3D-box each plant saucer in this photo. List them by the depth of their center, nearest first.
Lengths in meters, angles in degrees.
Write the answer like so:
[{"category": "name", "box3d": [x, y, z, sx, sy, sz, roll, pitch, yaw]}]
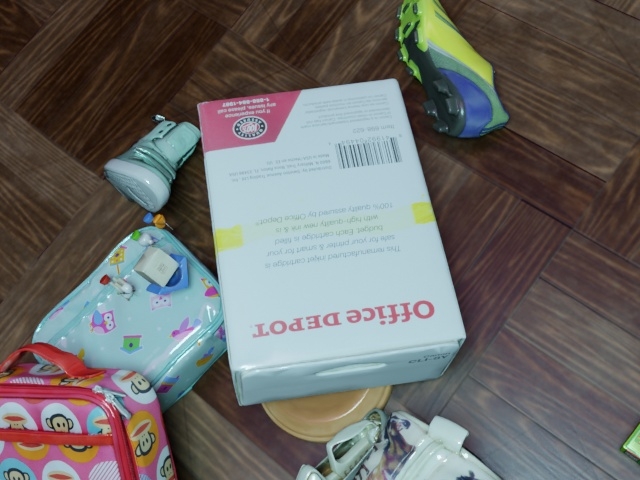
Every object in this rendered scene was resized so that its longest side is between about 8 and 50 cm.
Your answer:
[{"category": "plant saucer", "box3d": [0.002, 0.175, 1.078, 0.199, 0.037, 0.200, -5, 69, 12]}]

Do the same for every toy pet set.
[{"category": "toy pet set", "box3d": [-0.225, 0.032, 1.075, 0.114, 0.065, 0.122, 8, 60, 53]}]

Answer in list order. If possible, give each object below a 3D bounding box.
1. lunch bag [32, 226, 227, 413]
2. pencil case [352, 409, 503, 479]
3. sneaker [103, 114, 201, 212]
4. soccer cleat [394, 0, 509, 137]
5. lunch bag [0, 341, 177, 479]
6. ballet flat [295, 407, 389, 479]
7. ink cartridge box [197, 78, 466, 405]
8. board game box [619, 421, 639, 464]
[{"category": "lunch bag", "box3d": [-0.269, 0.129, 1.126, 0.279, 0.108, 0.224, -44, 66, -5]}, {"category": "pencil case", "box3d": [0.035, 0.380, 0.888, 0.160, 0.183, 0.410, 38, 82, 21]}, {"category": "sneaker", "box3d": [-0.239, -0.127, 1.164, 0.151, 0.094, 0.256, -46, 21, -11]}, {"category": "soccer cleat", "box3d": [0.196, -0.273, 1.186, 0.121, 0.093, 0.289, -4, 60, -20]}, {"category": "lunch bag", "box3d": [-0.333, 0.256, 0.997, 0.293, 0.120, 0.258, -4, 102, 24]}, {"category": "ballet flat", "box3d": [0.011, 0.294, 0.994, 0.213, 0.068, 0.072, -39, 26, -16]}, {"category": "ink cartridge box", "box3d": [0.000, 0.000, 1.033, 0.279, 0.160, 0.385, -7, 63, -6]}, {"category": "board game box", "box3d": [0.459, 0.266, 0.920, 0.181, 0.043, 0.092, 36, 81, 23]}]
